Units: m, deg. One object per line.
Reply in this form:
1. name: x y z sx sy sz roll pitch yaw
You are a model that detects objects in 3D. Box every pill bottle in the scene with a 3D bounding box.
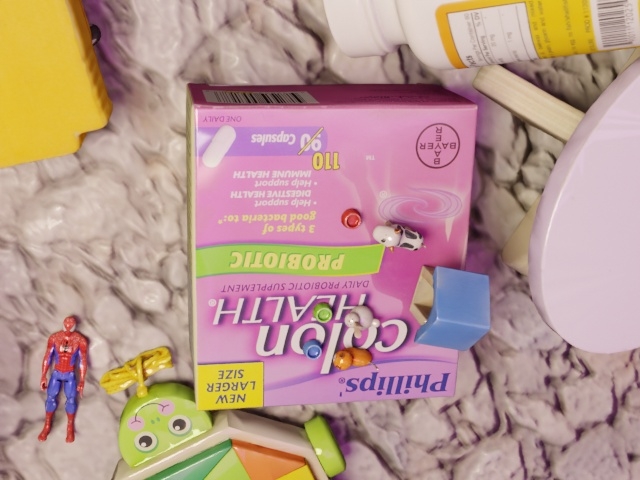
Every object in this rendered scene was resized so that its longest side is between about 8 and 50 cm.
1. pill bottle: 0.131 -0.196 0.651 0.245 0.136 0.136 -3 110 21

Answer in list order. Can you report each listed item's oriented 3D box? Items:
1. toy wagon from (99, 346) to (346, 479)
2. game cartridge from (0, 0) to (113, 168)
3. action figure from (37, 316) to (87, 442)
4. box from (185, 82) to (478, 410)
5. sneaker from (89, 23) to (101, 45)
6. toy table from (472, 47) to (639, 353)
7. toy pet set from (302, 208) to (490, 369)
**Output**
1. toy wagon: -0.097 0.258 0.824 0.267 0.068 0.344 -26 110 -2
2. game cartridge: -0.320 -0.189 0.612 0.285 0.053 0.324 -11 121 1
3. action figure: -0.221 0.119 0.780 0.038 0.030 0.115 7 104 -8
4. box: 0.000 0.000 0.735 0.213 0.117 0.243 -1 108 -10
5. sneaker: -0.222 -0.156 0.685 0.109 0.040 0.044 -9 107 -8
6. toy table: 0.249 -0.059 0.740 0.252 0.161 0.274 41 95 -19
7. toy pet set: 0.059 0.052 0.665 0.114 0.065 0.122 11 105 -14
